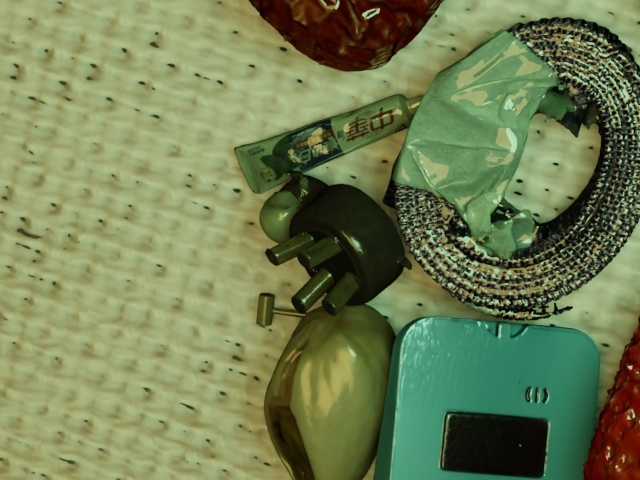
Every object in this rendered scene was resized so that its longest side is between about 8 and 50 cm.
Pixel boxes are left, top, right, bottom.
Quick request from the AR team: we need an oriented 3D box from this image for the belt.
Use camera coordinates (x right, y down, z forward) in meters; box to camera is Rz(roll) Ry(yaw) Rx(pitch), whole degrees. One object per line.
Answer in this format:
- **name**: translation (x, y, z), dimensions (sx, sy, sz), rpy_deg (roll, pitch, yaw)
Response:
- **belt**: translation (0.219, -0.082, 1.736), dimensions (0.260, 0.122, 0.325), rpy_deg (28, 106, 2)

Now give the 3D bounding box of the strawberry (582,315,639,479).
- **strawberry**: translation (0.423, 0.192, 1.691), dimensions (0.312, 0.267, 0.351), rpy_deg (9, 71, -15)

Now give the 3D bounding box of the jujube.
- **jujube**: translation (0.018, -0.300, 1.707), dimensions (0.232, 0.213, 0.213), rpy_deg (45, 106, 4)

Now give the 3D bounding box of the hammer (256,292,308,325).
- **hammer**: translation (-0.019, 0.085, 1.873), dimensions (0.110, 0.019, 0.035), rpy_deg (7, 102, 9)

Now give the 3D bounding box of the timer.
- **timer**: translation (0.180, 0.210, 1.790), dimensions (0.232, 0.091, 0.250), rpy_deg (7, 91, -13)

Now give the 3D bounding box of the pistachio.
- **pistachio**: translation (0.014, 0.179, 1.822), dimensions (0.153, 0.138, 0.238), rpy_deg (9, 106, -27)

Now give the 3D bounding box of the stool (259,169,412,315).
- **stool**: translation (0.000, 0.000, 1.770), dimensions (0.217, 0.121, 0.125), rpy_deg (35, 149, 36)

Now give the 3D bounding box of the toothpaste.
- **toothpaste**: translation (0.015, -0.115, 1.820), dimensions (0.233, 0.038, 0.060), rpy_deg (-20, 93, 18)
